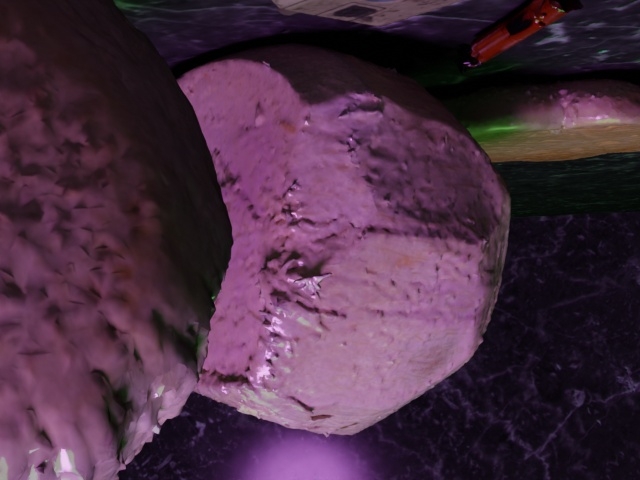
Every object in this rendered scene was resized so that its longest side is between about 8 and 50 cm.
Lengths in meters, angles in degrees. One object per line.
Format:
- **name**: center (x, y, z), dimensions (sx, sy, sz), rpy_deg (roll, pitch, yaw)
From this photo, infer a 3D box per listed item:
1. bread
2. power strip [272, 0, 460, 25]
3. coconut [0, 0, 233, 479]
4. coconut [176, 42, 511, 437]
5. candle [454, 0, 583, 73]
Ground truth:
- **bread**: center (0.208, -0.111, 1.086), dimensions (0.316, 0.054, 0.316), rpy_deg (-2, 177, 0)
- **power strip**: center (0.065, -0.144, 0.547), dimensions (0.092, 0.034, 0.268), rpy_deg (0, 176, -41)
- **coconut**: center (-0.249, 0.020, 0.483), dimensions (0.415, 0.345, 0.415), rpy_deg (-5, 174, -1)
- **coconut**: center (0.000, 0.000, 0.876), dimensions (0.254, 0.297, 0.297), rpy_deg (16, 165, -42)
- **candle**: center (0.125, -0.141, 0.776), dimensions (0.026, 0.021, 0.167), rpy_deg (-23, -178, -17)
